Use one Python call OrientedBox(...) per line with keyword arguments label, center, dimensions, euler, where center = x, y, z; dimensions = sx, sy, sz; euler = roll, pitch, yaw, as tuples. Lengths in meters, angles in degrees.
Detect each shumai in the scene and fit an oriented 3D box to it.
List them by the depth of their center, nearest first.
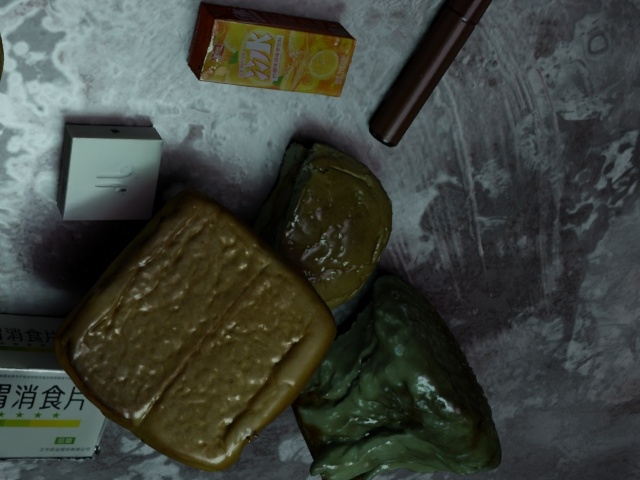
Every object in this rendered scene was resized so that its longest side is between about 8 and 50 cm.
OrientedBox(label="shumai", center=(0.110, 0.282, 1.772), dimensions=(0.323, 0.324, 0.397), euler=(-29, 126, 11))

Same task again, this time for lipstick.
OrientedBox(label="lipstick", center=(0.189, -0.302, 1.562), dimensions=(0.057, 0.057, 0.357), euler=(20, 111, -36))

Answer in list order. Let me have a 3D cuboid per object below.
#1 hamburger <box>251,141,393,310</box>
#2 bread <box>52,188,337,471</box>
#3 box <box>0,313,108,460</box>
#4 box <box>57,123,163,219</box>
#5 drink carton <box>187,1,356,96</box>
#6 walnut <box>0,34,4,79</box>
OrientedBox(label="hamburger", center=(0.000, 0.000, 1.621), dimensions=(0.211, 0.132, 0.309), euler=(12, 113, -30))
OrientedBox(label="bread", center=(-0.175, 0.137, 1.467), dimensions=(0.328, 0.148, 0.337), euler=(39, 78, -6))
OrientedBox(label="box", center=(-0.474, 0.216, 1.510), dimensions=(0.332, 0.145, 0.173), euler=(7, 119, -30))
OrientedBox(label="box", center=(-0.301, -0.097, 1.450), dimensions=(0.129, 0.051, 0.130), euler=(-1, 122, -27))
OrientedBox(label="drink carton", center=(-0.068, -0.269, 1.442), dimensions=(0.222, 0.071, 0.096), euler=(2, 120, -27))
OrientedBox(label="walnut", center=(-0.475, -0.235, 1.184), dimensions=(0.193, 0.193, 0.226), euler=(-28, 130, -8))
